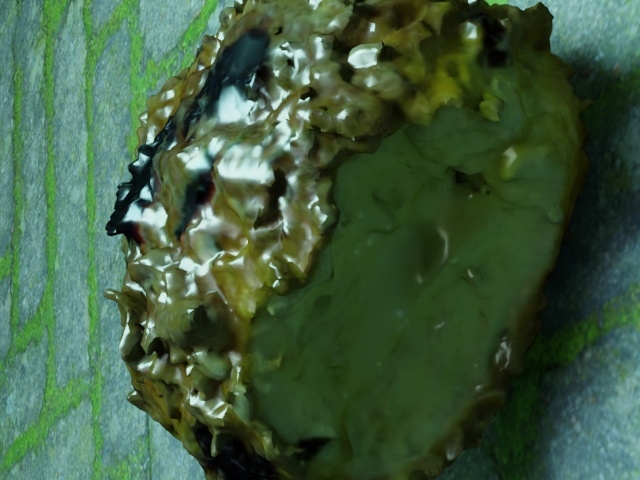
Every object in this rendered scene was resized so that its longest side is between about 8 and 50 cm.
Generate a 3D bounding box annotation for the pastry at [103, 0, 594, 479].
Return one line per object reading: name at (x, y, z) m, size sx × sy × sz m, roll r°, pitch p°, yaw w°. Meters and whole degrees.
pastry at (-0.002, -0.014, 1.000) m, size 0.337 × 0.292 × 0.405 m, roll 43°, pitch 115°, yaw 58°
